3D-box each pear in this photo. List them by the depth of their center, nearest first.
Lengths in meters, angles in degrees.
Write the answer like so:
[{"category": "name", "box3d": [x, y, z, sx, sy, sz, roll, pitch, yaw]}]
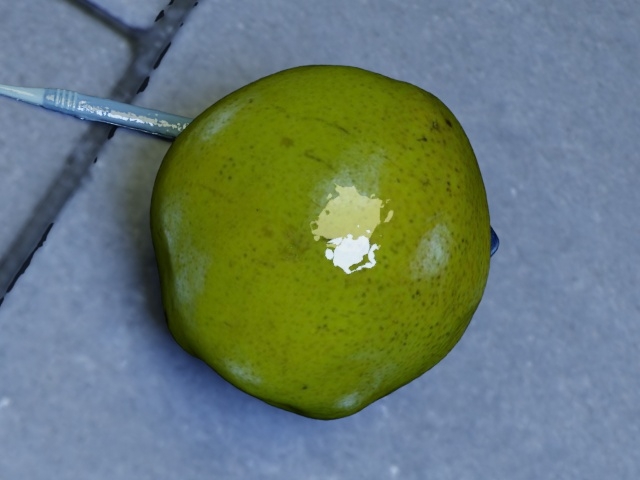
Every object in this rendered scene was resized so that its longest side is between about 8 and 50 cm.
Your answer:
[{"category": "pear", "box3d": [0.000, 0.000, 0.784, 0.198, 0.198, 0.198, 10, 62, -19]}]

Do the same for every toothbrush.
[{"category": "toothbrush", "box3d": [-0.145, -0.084, 0.853, 0.219, 0.019, 0.016, 13, 56, -17]}]

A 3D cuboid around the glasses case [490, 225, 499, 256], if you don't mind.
[{"category": "glasses case", "box3d": [0.084, -0.019, 0.918, 0.033, 0.023, 0.083, -30, 81, -41]}]
